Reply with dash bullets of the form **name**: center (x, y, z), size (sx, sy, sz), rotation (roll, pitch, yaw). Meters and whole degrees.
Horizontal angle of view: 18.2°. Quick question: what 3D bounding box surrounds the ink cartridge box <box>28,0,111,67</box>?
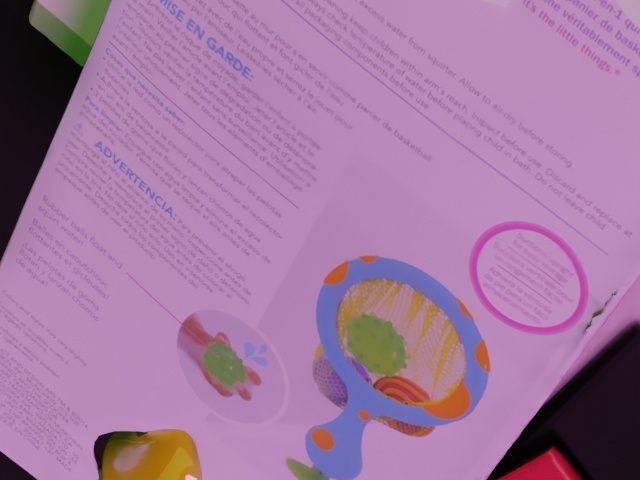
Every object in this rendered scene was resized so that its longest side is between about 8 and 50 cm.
- **ink cartridge box**: center (0.035, -0.093, 0.482), size (0.171, 0.056, 0.235), rotation (40, 132, 11)

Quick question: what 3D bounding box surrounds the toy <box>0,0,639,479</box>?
- **toy**: center (0.000, 0.000, 0.490), size (0.137, 0.056, 0.237), rotation (39, 128, 10)

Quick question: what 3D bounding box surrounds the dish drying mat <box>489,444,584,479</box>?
- **dish drying mat**: center (0.084, 0.099, 0.591), size (0.083, 0.008, 0.032), rotation (53, 135, 0)
